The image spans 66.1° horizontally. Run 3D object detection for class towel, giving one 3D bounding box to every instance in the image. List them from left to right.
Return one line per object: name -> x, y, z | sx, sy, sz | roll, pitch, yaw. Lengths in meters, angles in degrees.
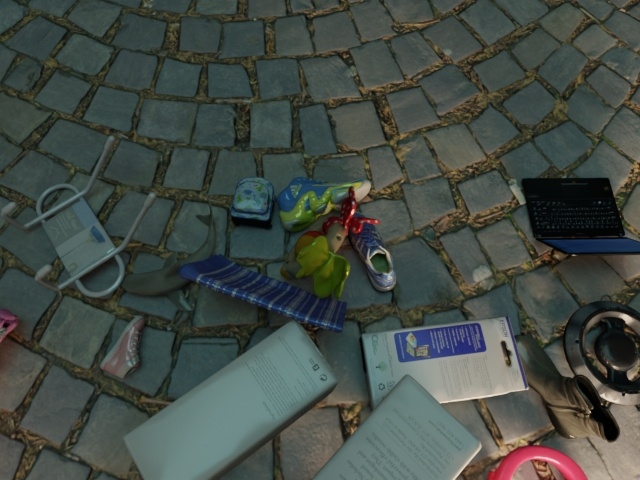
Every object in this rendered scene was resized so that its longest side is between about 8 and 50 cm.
towel -> -0.105, 0.103, 1.028 | 0.335, 0.243, 0.040 | 19, 94, 4

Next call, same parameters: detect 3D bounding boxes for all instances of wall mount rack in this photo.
wall mount rack -> -0.531, -0.058, 1.118 | 0.304, 0.130, 0.350 | -36, 67, -12

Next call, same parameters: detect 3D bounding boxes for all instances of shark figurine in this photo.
shark figurine -> -0.305, 0.039, 1.112 | 0.166, 0.116, 0.278 | 39, 73, 12

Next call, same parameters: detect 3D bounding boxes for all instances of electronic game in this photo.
electronic game -> 0.655, 0.246, 1.093 | 0.229, 0.048, 0.230 | 1, 67, -3

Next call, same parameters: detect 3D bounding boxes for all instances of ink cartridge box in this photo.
ink cartridge box -> 0.259, 0.266, 1.062 | 0.332, 0.065, 0.166 | -6, 67, -3

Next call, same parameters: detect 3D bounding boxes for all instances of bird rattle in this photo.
bird rattle -> 0.000, 0.000, 1.097 | 0.143, 0.206, 0.254 | 41, 52, -27

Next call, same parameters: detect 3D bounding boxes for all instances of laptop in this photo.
laptop -> 0.643, -0.064, 1.177 | 0.234, 0.137, 0.265 | 0, 67, -3

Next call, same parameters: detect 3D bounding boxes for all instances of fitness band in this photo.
fitness band -> 0.424, 0.553, 0.956 | 0.208, 0.054, 0.291 | 16, 68, 2

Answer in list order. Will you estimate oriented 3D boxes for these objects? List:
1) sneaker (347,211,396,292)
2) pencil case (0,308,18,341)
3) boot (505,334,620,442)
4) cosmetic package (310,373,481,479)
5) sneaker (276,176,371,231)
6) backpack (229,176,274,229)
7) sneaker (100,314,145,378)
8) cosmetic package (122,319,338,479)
sneaker -> 0.123, 0.015, 1.153 | 0.080, 0.081, 0.211 | -24, 68, -10
pencil case -> -0.758, 0.299, 0.961 | 0.160, 0.167, 0.386 | 29, 64, -28
boot -> 0.496, 0.289, 1.007 | 0.083, 0.161, 0.247 | -26, 70, -13
cosmetic package -> 0.055, 0.459, 0.841 | 0.453, 0.230, 0.161 | -45, 69, -8
sneaker -> -0.001, -0.122, 1.201 | 0.240, 0.091, 0.126 | -26, 70, -11
backpack -> -0.161, -0.098, 1.189 | 0.104, 0.084, 0.115 | 7, 64, -2
sneaker -> -0.404, 0.233, 1.058 | 0.070, 0.051, 0.134 | 29, 72, 8
cosmetic package -> -0.156, 0.331, 0.948 | 0.365, 0.197, 0.155 | -32, 73, -16
